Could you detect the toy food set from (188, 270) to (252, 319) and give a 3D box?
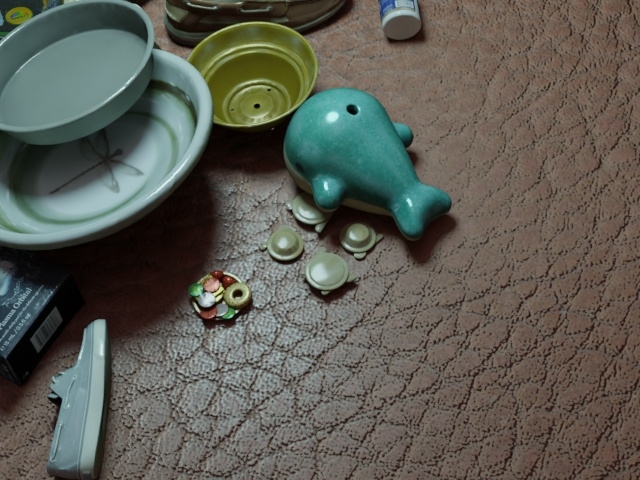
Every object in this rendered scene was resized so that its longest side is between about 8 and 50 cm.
[{"bbox_3d":[-0.147,0.080,1.606,0.082,0.020,0.083,-38,65,-20],"label":"toy food set"}]

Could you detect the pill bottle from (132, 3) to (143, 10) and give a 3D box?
[{"bbox_3d":[-0.333,-0.361,1.871,0.043,0.043,0.083,26,62,16],"label":"pill bottle"}]

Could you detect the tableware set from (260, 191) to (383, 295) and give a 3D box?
[{"bbox_3d":[0.000,0.000,1.653,0.168,0.020,0.141,34,64,22],"label":"tableware set"}]

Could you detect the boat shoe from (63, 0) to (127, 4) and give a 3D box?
[{"bbox_3d":[-0.339,-0.469,1.898,0.098,0.109,0.302,10,53,20],"label":"boat shoe"}]

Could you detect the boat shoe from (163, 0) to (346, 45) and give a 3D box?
[{"bbox_3d":[-0.105,-0.414,1.855,0.324,0.116,0.123,-15,59,-8],"label":"boat shoe"}]

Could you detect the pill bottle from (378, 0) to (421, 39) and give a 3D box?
[{"bbox_3d":[0.131,-0.404,1.873,0.067,0.067,0.120,-4,58,-1],"label":"pill bottle"}]

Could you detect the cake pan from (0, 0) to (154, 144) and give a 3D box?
[{"bbox_3d":[-0.379,-0.251,1.665,0.293,0.054,0.293,-10,48,11],"label":"cake pan"}]

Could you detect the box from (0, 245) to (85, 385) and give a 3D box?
[{"bbox_3d":[-0.448,0.093,1.563,0.158,0.093,0.156,24,62,17],"label":"box"}]

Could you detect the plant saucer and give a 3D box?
[{"bbox_3d":[-0.338,-0.120,1.641,0.400,0.100,0.400,-10,47,11],"label":"plant saucer"}]

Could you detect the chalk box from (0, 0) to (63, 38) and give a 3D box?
[{"bbox_3d":[-0.520,-0.431,1.813,0.180,0.289,0.179,1,25,0],"label":"chalk box"}]

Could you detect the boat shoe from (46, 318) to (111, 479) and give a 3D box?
[{"bbox_3d":[-0.329,0.210,1.495,0.081,0.079,0.228,2,61,-3],"label":"boat shoe"}]

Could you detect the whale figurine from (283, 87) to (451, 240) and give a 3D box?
[{"bbox_3d":[0.073,-0.122,1.651,0.272,0.141,0.216,40,57,17],"label":"whale figurine"}]

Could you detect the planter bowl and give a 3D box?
[{"bbox_3d":[-0.106,-0.238,1.759,0.217,0.090,0.217,-4,56,5],"label":"planter bowl"}]

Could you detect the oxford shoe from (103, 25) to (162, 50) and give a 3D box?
[{"bbox_3d":[-0.260,-0.251,1.777,0.082,0.096,0.227,-27,79,21],"label":"oxford shoe"}]
